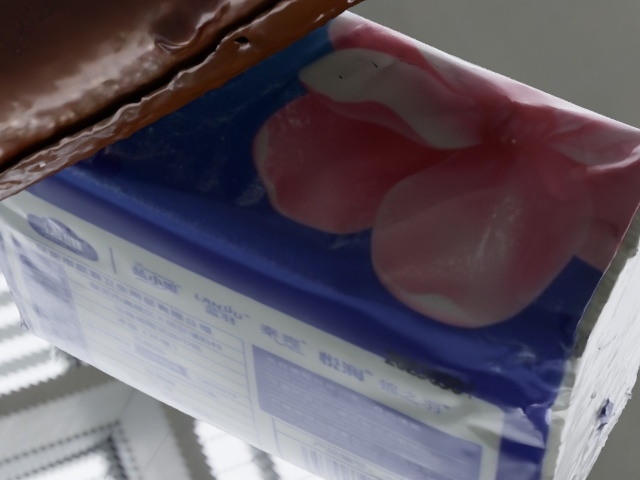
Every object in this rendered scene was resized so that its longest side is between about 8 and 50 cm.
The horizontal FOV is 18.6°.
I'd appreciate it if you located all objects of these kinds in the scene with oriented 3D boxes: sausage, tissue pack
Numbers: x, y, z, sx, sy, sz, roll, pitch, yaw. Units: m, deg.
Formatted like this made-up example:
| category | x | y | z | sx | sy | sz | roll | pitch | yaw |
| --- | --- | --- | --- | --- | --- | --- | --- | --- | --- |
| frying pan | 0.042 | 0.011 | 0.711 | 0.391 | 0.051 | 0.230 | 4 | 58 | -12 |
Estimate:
| category | x | y | z | sx | sy | sz | roll | pitch | yaw |
| --- | --- | --- | --- | --- | --- | --- | --- | --- | --- |
| sausage | -0.098 | -0.072 | 0.674 | 0.330 | 0.102 | 0.102 | -27 | -104 | 1 |
| tissue pack | 0.000 | 0.000 | 0.803 | 0.270 | 0.209 | 0.137 | 23 | -120 | 17 |
